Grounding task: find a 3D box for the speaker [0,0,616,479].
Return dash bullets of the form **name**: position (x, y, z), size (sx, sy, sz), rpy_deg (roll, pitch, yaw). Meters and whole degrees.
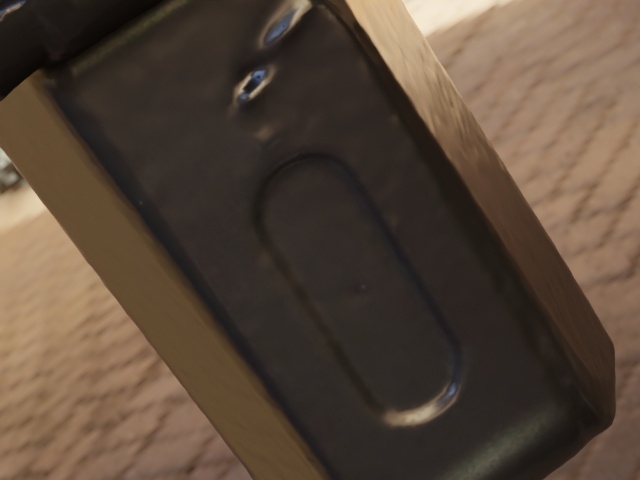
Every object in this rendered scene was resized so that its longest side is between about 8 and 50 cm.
- **speaker**: position (0.000, 0.000, 0.769), size (0.180, 0.388, 0.184), rpy_deg (-36, 32, -1)
